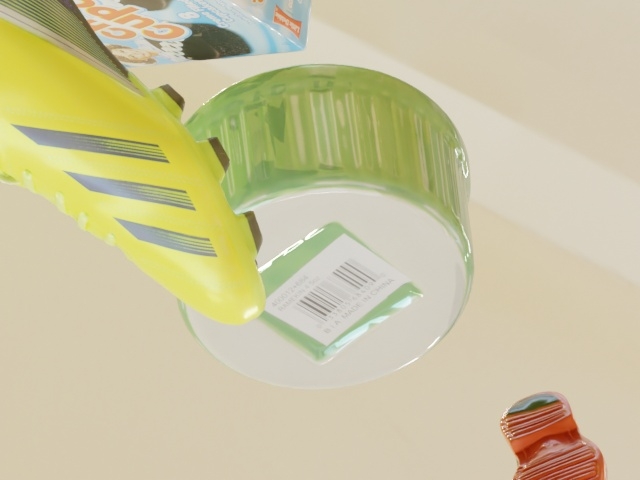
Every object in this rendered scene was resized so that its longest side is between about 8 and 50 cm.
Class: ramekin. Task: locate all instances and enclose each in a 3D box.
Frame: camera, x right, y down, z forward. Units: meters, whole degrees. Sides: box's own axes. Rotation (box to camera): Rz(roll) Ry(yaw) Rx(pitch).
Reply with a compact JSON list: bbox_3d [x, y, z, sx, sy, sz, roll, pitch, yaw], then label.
[{"bbox_3d":[0.000,0.000,1.381,0.303,0.303,0.148,10,-140,-16],"label":"ramekin"}]

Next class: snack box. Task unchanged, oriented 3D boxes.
[{"bbox_3d":[-0.169,-0.212,1.099,0.322,0.187,0.060,24,-111,-55],"label":"snack box"}]

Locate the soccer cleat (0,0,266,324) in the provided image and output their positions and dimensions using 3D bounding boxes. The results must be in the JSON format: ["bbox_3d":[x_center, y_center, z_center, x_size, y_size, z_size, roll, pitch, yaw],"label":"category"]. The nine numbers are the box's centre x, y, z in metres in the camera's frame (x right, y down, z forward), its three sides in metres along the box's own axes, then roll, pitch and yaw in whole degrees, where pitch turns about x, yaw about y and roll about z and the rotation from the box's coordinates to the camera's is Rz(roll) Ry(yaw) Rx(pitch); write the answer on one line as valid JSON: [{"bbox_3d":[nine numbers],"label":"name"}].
[{"bbox_3d":[-0.141,-0.059,0.778,0.121,0.093,0.289,-38,-91,-17],"label":"soccer cleat"}]

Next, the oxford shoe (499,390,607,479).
[{"bbox_3d":[0.237,0.244,1.428,0.097,0.098,0.271,-21,-162,11],"label":"oxford shoe"}]
